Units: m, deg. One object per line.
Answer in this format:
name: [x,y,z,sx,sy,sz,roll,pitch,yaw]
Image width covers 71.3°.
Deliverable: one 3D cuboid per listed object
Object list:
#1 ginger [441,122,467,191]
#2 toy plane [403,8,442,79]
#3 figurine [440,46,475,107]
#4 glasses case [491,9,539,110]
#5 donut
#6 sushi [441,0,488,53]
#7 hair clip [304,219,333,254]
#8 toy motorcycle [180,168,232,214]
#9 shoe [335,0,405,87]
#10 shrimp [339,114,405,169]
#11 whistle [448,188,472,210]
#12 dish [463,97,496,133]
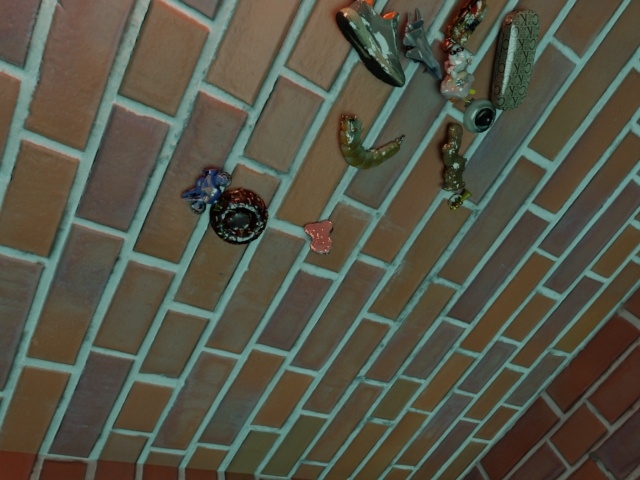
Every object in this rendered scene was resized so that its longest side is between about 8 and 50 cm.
ginger: [0.551,-0.335,1.833,0.122,0.084,0.290,-14,122,-1]
toy plane: [0.362,-0.659,1.588,0.088,0.212,0.267,-1,155,33]
figurine: [0.501,-0.594,1.641,0.137,0.112,0.229,-32,137,-9]
glasses case: [0.732,-0.673,1.686,0.137,0.085,0.355,-11,120,-15]
donut: [-0.311,-0.083,1.723,0.235,0.089,0.235,-7,119,-12]
sushi: [0.510,-0.762,1.565,0.103,0.097,0.226,24,125,-21]
hair clip: [-0.001,-0.010,1.831,0.123,0.138,0.102,-7,116,-4]
toy motorcycle: [-0.415,-0.190,1.626,0.205,0.076,0.114,-42,81,13]
shoe: [0.210,-0.685,1.512,0.171,0.132,0.336,-48,121,1]
shrimp: [0.183,-0.359,1.720,0.287,0.068,0.185,13,117,-25]
whistle: [0.612,-0.179,1.971,0.109,0.046,0.057,-45,136,19]
dish: [0.652,-0.486,1.778,0.141,0.078,0.141,-8,122,-13]
